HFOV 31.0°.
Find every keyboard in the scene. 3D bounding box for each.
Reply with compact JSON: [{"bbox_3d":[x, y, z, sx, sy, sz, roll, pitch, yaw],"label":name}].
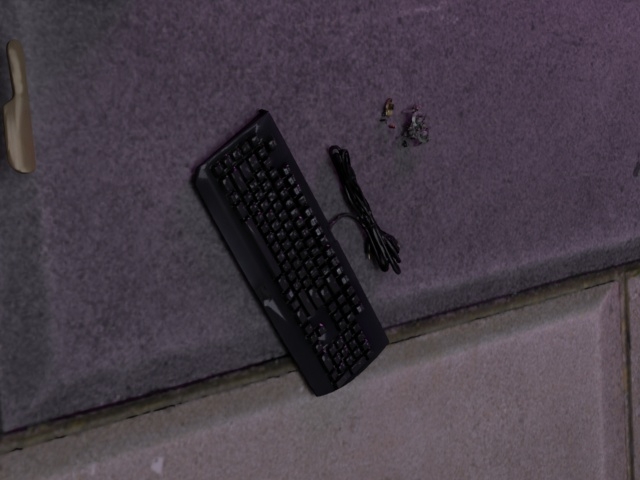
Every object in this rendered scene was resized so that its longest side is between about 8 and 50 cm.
[{"bbox_3d":[0.000,0.000,1.251,0.201,0.033,0.317,-46,122,-31],"label":"keyboard"}]

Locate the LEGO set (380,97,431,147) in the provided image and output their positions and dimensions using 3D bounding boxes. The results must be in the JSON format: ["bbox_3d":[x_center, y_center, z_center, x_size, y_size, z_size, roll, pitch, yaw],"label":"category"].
[{"bbox_3d":[0.106,-0.135,1.343,0.083,0.023,0.054,4,90,-43],"label":"LEGO set"}]

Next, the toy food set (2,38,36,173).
[{"bbox_3d":[-0.333,-0.108,0.939,0.192,0.038,0.132,-3,88,-37],"label":"toy food set"}]
